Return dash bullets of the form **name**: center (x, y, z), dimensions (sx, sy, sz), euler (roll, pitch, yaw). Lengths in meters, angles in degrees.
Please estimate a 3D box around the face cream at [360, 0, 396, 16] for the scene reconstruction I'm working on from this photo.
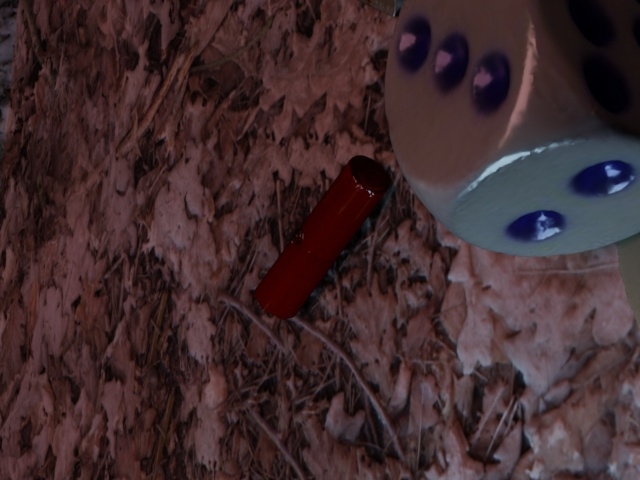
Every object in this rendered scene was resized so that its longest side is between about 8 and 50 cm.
- **face cream**: center (0.094, -0.481, 1.780), dimensions (0.137, 0.084, 0.341), euler (40, 126, 54)

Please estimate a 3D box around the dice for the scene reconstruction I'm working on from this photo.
- **dice**: center (0.227, -0.151, 1.357), dimensions (0.251, 0.243, 0.259), euler (-41, 47, 50)

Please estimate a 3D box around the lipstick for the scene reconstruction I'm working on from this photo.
- **lipstick**: center (0.000, -0.001, 1.837), dimensions (0.280, 0.073, 0.073), euler (-54, 43, 36)

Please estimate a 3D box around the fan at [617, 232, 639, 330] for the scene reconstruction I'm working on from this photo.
- **fan**: center (0.393, -0.077, 1.300), dimensions (0.233, 0.012, 0.415), euler (29, 110, 54)
